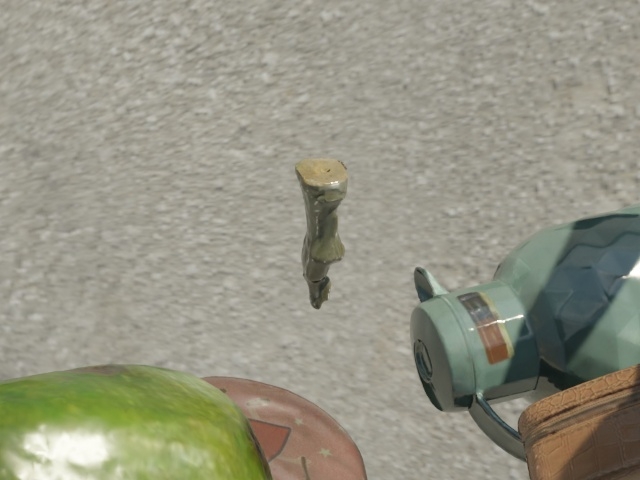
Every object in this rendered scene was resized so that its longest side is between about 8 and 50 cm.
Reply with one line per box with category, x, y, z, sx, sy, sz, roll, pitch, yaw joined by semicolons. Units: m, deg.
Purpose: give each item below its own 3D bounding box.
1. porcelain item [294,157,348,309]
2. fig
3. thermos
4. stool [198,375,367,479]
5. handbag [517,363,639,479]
porcelain item;0.000;0.000;1.861;0.069;0.081;0.216;-6;119;-15
fig;-0.099;0.164;0.464;0.203;0.203;0.235;-8;82;-22
thermos;0.210;0.065;0.970;0.286;0.145;0.182;-15;58;-15
stool;-0.099;0.291;1.471;0.272;0.272;0.178;0;126;-22
handbag;0.221;0.139;0.840;0.193;0.151;0.072;34;38;-42
